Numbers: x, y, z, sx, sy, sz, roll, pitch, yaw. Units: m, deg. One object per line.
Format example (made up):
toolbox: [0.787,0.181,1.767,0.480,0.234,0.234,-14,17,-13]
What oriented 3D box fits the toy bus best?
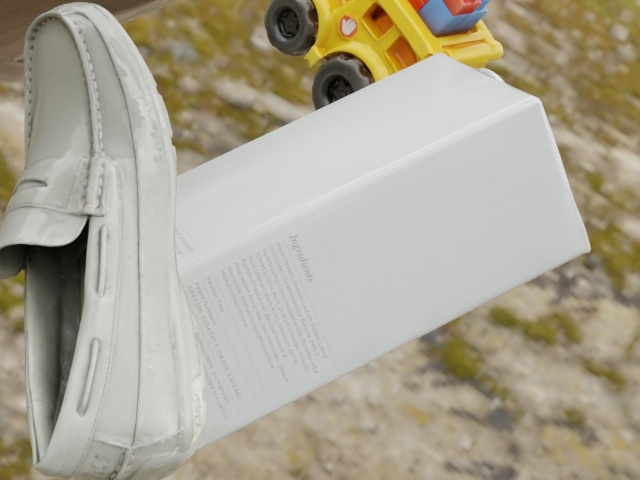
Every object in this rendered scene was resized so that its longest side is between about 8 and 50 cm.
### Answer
toy bus: [0.073,-0.226,1.657,0.149,0.211,0.220,-17,66,-45]

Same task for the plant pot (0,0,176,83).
plant pot: [-0.204,-0.262,1.332,0.229,0.263,0.263,-3,7,28]

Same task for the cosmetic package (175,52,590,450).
cosmetic package: [0.000,0.000,1.408,0.217,0.385,0.156,-134,-158,-66]

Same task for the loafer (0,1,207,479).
loafer: [-0.151,-0.005,1.053,0.111,0.112,0.320,3,65,-36]
